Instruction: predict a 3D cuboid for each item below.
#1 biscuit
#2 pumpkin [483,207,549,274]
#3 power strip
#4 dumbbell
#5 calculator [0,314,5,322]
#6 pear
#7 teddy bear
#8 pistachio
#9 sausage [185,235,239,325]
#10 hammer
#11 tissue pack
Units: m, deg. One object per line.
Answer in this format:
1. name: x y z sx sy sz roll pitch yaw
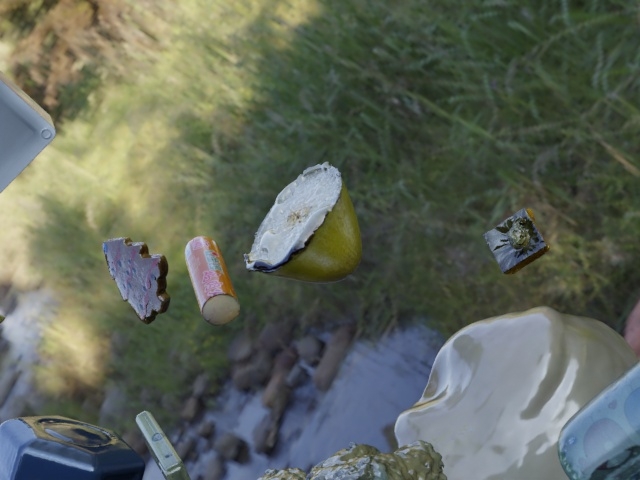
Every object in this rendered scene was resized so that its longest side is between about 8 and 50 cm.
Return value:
1. biscuit: -0.237 0.044 1.426 0.019 0.130 0.119 -22 -36 -42
2. pumpkin: 0.293 0.002 1.672 0.083 0.054 0.074 -35 61 15
3. power strip: -0.199 0.287 1.456 0.028 0.076 0.169 -26 28 -15
4. dumbbell: -0.293 0.348 1.159 0.144 0.160 0.324 -121 46 -85
5. calculator: -0.602 0.074 1.698 0.033 0.236 0.157 -64 -8 -5
6. pear: 0.001 -0.002 2.132 0.267 0.178 0.267 -42 23 22
7. teddy bear: 0.001 0.334 1.297 0.256 0.156 0.267 -24 29 27
8. pistachio: 0.331 0.291 1.883 0.445 0.281 0.365 -34 46 -9
9. sausage: -0.203 0.059 2.044 0.071 0.071 0.234 -53 32 18
10. hammer: 0.436 0.280 1.243 0.206 0.335 0.119 -44 4 22
11. tissue pack: -0.565 -0.149 1.811 0.246 0.159 0.136 -46 24 -2
